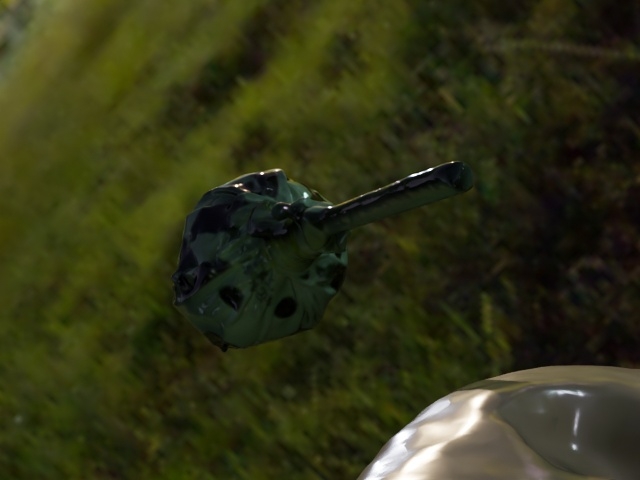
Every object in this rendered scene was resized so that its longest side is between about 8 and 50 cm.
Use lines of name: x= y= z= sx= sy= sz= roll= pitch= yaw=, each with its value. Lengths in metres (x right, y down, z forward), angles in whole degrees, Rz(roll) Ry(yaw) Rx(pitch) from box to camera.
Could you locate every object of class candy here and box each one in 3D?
candy: x=0.000 y=0.000 z=0.757 sx=0.091 sy=0.083 sz=0.305 roll=-56 pitch=11 yaw=-15

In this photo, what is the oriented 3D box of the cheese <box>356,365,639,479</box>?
cheese: x=0.029 y=0.213 z=0.488 sx=0.351 sy=0.130 sz=0.328 roll=-24 pitch=-55 yaw=-66
